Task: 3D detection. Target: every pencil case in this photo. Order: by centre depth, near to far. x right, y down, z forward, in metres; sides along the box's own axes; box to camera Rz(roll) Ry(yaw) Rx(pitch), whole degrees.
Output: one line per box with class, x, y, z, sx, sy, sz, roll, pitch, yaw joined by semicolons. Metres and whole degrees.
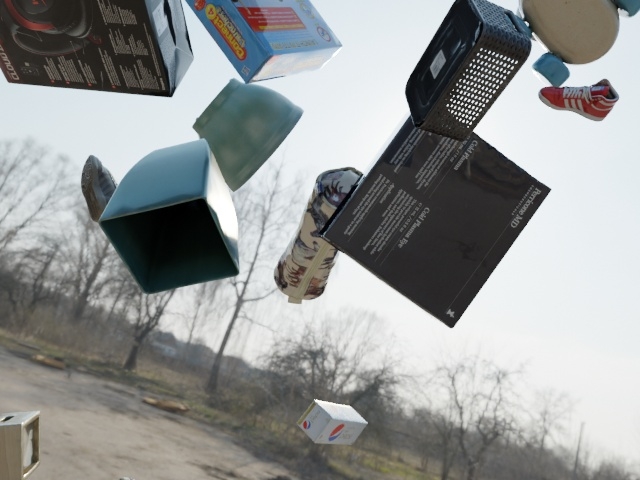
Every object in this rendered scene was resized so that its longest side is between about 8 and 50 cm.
pencil case;0.000;0.000;1.416;0.160;0.183;0.410;24;-46;-4

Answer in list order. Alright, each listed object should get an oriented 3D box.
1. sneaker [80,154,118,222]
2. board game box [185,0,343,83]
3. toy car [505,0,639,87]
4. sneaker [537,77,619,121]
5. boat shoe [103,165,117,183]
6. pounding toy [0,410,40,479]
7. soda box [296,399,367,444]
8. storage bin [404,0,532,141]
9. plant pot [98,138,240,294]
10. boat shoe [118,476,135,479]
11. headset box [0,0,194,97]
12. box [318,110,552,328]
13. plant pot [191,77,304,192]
sneaker;-0.468;-0.105;1.155;0.071;0.188;0.066;13;-47;-45
board game box;-0.134;-0.495;1.129;0.086;0.308;0.301;-36;-90;37
toy car;0.486;-0.455;1.100;0.210;0.219;0.238;43;17;-6
sneaker;0.424;-0.239;0.871;0.119;0.042;0.067;19;-20;5
boat shoe;-0.530;-0.101;1.316;0.063;0.169;0.059;-14;11;-6
pounding toy;-0.610;0.409;1.035;0.100;0.130;0.141;-1;-4;-11
soda box;0.033;0.451;1.314;0.069;0.073;0.216;37;0;34
storage bin;0.210;-0.254;0.793;0.085;0.122;0.180;12;-43;-20
plant pot;-0.236;-0.062;0.903;0.166;0.234;0.165;-12;-49;5
boat shoe;-0.405;0.726;1.270;0.123;0.123;0.342;9;33;-44
headset box;-0.349;-0.327;0.732;0.294;0.110;0.218;6;-40;8
box;0.220;-0.055;1.097;0.313;0.343;0.179;36;-1;-3
plant pot;-0.211;-0.302;1.412;0.196;0.293;0.293;41;-24;-16
